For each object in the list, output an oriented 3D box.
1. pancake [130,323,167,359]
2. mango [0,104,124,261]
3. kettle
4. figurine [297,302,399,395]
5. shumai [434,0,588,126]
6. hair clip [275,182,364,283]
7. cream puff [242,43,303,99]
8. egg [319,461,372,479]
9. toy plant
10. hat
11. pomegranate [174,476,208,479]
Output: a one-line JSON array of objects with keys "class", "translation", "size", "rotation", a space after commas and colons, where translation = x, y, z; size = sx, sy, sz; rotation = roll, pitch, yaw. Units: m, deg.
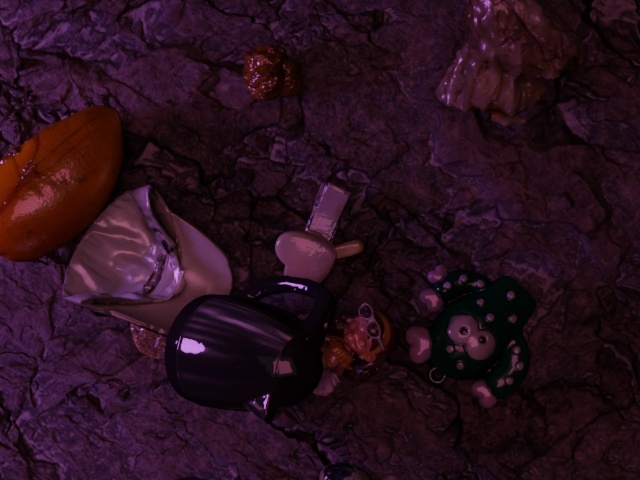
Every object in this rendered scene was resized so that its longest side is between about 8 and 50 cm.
[{"class": "pancake", "translation": [-0.305, 0.164, 1.868], "size": [0.140, 0.022, 0.139], "rotation": [-1, 85, 9]}, {"class": "mango", "translation": [-0.503, -0.113, 1.829], "size": [0.350, 0.201, 0.199], "rotation": [-45, 114, -6]}, {"class": "kettle", "translation": [-0.099, 0.203, 1.712], "size": [0.271, 0.251, 0.207], "rotation": [8, 118, 40]}, {"class": "figurine", "translation": [0.032, 0.211, 1.785], "size": [0.240, 0.116, 0.174], "rotation": [-30, 52, 10]}, {"class": "shumai", "translation": [0.299, -0.341, 1.714], "size": [0.262, 0.314, 0.267], "rotation": [-43, 68, 18]}, {"class": "hair clip", "translation": [0.003, 0.001, 1.828], "size": [0.159, 0.071, 0.218], "rotation": [23, 94, 3]}, {"class": "cream puff", "translation": [-0.088, -0.317, 1.822], "size": [0.094, 0.122, 0.116], "rotation": [-9, 48, 39]}, {"class": "egg", "translation": [0.048, 0.458, 1.794], "size": [0.110, 0.085, 0.085], "rotation": [34, 91, 16]}, {"class": "toy plant", "translation": [0.281, 0.171, 1.768], "size": [0.233, 0.112, 0.243], "rotation": [20, 84, 4]}, {"class": "hat", "translation": [-0.316, 0.065, 1.824], "size": [0.301, 0.168, 0.257], "rotation": [31, 71, -11]}, {"class": "pomegranate", "translation": [-0.237, 0.529, 1.795], "size": [0.149, 0.148, 0.169], "rotation": [-13, 94, 5]}]
